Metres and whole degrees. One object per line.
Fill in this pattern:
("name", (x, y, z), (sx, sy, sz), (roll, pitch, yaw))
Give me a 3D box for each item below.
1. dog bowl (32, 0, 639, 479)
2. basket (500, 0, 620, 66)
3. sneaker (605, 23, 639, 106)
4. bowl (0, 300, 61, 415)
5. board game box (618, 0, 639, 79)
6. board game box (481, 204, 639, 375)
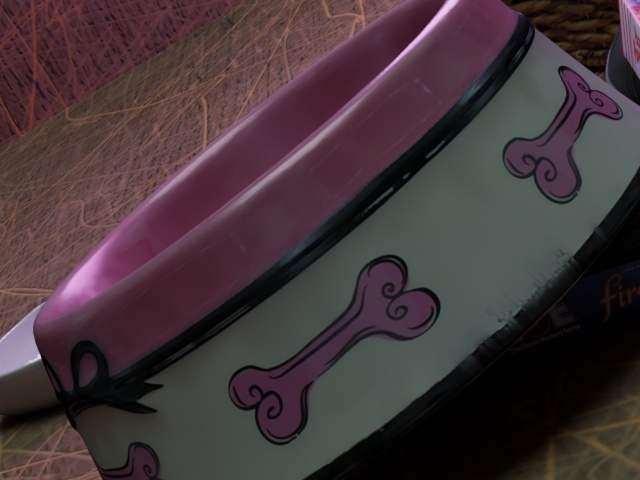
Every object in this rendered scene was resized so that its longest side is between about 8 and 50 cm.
("dog bowl", (0.000, 0.000, 1.147), (0.408, 0.150, 0.408), (-38, 9, 7))
("basket", (0.245, -0.284, 1.568), (0.223, 0.213, 0.299), (-37, 17, -17))
("sneaker", (0.310, -0.175, 1.284), (0.267, 0.101, 0.106), (-38, 15, 4))
("bowl", (-0.215, 0.092, 1.565), (0.142, 0.053, 0.142), (-17, 21, 39))
("board game box", (0.292, -0.127, 1.167), (0.193, 0.045, 0.147), (-8, 22, 1))
("board game box", (0.192, -0.018, 1.161), (0.165, 0.042, 0.243), (-21, 18, 32))
